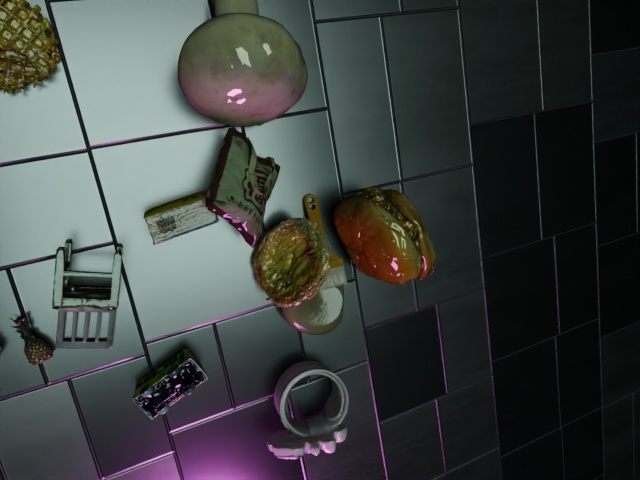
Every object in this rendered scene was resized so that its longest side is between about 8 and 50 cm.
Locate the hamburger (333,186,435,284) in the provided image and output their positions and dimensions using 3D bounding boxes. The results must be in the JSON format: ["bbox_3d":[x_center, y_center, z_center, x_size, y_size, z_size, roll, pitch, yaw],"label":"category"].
[{"bbox_3d":[0.174,-0.001,1.276,0.158,0.318,0.319,-35,110,-18],"label":"hamburger"}]

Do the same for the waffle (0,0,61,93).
[{"bbox_3d":[-0.661,-0.417,0.989,0.192,0.070,0.197,-30,108,-15],"label":"waffle"}]

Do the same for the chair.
[{"bbox_3d":[-0.544,0.143,1.094,0.136,0.147,0.271,7,95,-23],"label":"chair"}]

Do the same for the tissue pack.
[{"bbox_3d":[-0.343,-0.060,1.152,0.169,0.120,0.082,-22,104,-15],"label":"tissue pack"}]

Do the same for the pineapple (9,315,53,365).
[{"bbox_3d":[-0.682,0.230,1.107,0.058,0.058,0.125,-21,100,-17],"label":"pineapple"}]

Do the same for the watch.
[{"bbox_3d":[-0.041,0.478,1.336,0.243,0.196,0.232,-6,95,-17],"label":"watch"}]

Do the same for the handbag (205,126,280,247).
[{"bbox_3d":[-0.187,-0.130,1.154,0.213,0.127,0.235,42,57,-52],"label":"handbag"}]

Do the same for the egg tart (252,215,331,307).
[{"bbox_3d":[-0.069,0.055,1.257,0.098,0.231,0.253,3,117,-61],"label":"egg tart"}]

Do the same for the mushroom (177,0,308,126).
[{"bbox_3d":[-0.191,-0.443,1.089,0.313,0.314,0.337,-8,76,-20],"label":"mushroom"}]

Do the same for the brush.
[{"bbox_3d":[0.000,0.000,1.314,0.103,0.013,0.273,-12,85,-20],"label":"brush"}]

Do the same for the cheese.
[{"bbox_3d":[-0.023,0.182,1.338,0.202,0.091,0.176,6,95,-23],"label":"cheese"}]

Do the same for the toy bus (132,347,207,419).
[{"bbox_3d":[-0.388,0.365,1.218,0.175,0.101,0.088,-36,110,-7],"label":"toy bus"}]
